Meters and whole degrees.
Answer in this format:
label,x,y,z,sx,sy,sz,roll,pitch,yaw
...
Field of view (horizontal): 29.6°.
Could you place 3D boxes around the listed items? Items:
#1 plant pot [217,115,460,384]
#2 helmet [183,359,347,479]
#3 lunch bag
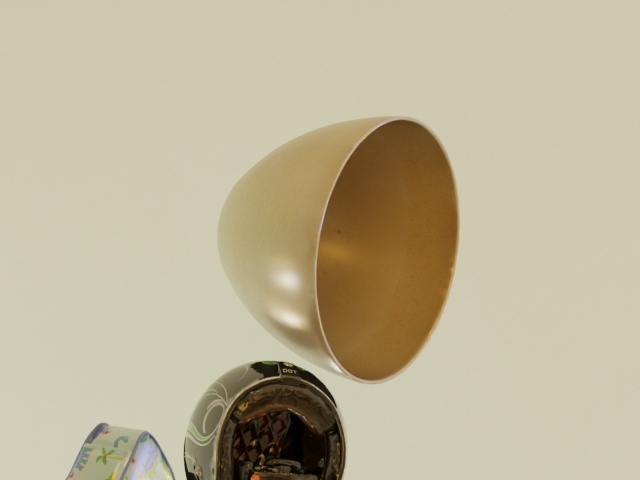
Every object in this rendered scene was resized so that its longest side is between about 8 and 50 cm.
label,x,y,z,sx,sy,sz,roll,pitch,yaw
plant pot,0.000,0.000,1.318,0.191,0.284,0.284,9,-34,34
helmet,-0.053,0.199,1.143,0.169,0.169,0.161,-1,-11,-14
lunch bag,-0.258,0.349,1.466,0.090,0.219,0.176,5,-39,21
